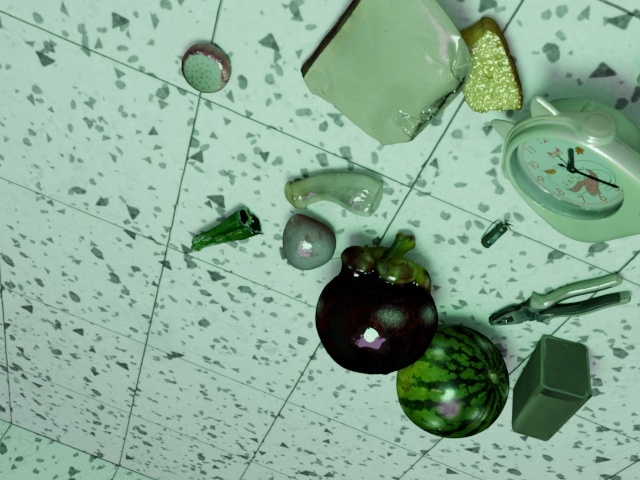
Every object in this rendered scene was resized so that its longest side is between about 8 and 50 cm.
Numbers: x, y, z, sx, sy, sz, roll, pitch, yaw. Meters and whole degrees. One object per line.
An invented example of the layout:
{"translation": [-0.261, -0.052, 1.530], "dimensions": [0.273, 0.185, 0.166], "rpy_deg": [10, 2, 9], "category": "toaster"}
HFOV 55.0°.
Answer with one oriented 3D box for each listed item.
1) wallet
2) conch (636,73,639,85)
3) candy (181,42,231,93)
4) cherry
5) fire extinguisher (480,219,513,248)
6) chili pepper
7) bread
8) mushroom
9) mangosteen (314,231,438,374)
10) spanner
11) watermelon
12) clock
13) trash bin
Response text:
{"translation": [0.120, -0.326, 1.108], "dimensions": [0.275, 0.068, 0.335], "rpy_deg": [46, 139, -1], "category": "wallet"}
{"translation": [0.635, -0.279, 0.955], "dimensions": [0.203, 0.170, 0.386], "rpy_deg": [0, 142, -22], "category": "conch"}
{"translation": [-0.232, -0.348, 1.248], "dimensions": [0.103, 0.043, 0.103], "rpy_deg": [9, 133, 10], "category": "candy"}
{"translation": [-0.003, -0.007, 1.453], "dimensions": [0.188, 0.115, 0.148], "rpy_deg": [-20, 96, 15], "category": "cherry"}
{"translation": [0.388, -0.018, 1.363], "dimensions": [0.038, 0.025, 0.083], "rpy_deg": [45, 133, 7], "category": "fire extinguisher"}
{"translation": [-0.251, -0.012, 1.553], "dimensions": [0.226, 0.059, 0.088], "rpy_deg": [-22, 126, 35], "category": "chili pepper"}
{"translation": [0.301, -0.302, 1.110], "dimensions": [0.103, 0.065, 0.187], "rpy_deg": [-14, 127, 21], "category": "bread"}
{"translation": [0.025, -0.108, 1.361], "dimensions": [0.223, 0.081, 0.092], "rpy_deg": [6, 113, 17], "category": "mushroom"}
{"translation": [0.121, 0.163, 1.436], "dimensions": [0.296, 0.297, 0.314], "rpy_deg": [-11, 119, 26], "category": "mangosteen"}
{"translation": [0.555, 0.154, 1.456], "dimensions": [0.324, 0.040, 0.096], "rpy_deg": [-20, 122, 30], "category": "spanner"}
{"translation": [0.327, 0.352, 1.538], "dimensions": [0.285, 0.285, 0.285], "rpy_deg": [9, 133, 10], "category": "watermelon"}
{"translation": [0.466, -0.139, 1.108], "dimensions": [0.324, 0.109, 0.265], "rpy_deg": [41, 161, -10], "category": "clock"}
{"translation": [0.582, 0.382, 1.576], "dimensions": [0.122, 0.164, 0.241], "rpy_deg": [15, 137, 5], "category": "trash bin"}
